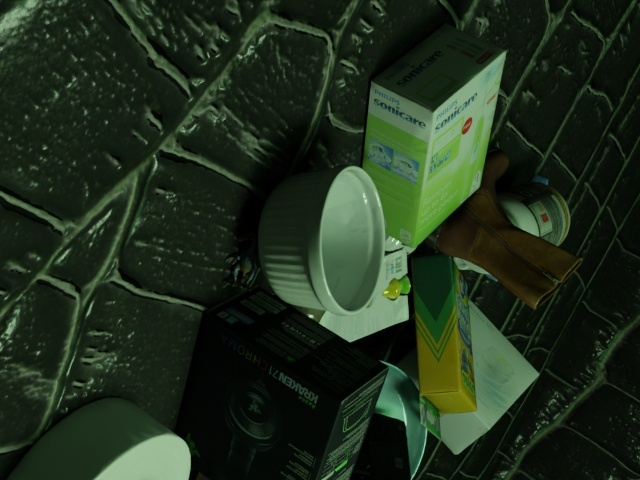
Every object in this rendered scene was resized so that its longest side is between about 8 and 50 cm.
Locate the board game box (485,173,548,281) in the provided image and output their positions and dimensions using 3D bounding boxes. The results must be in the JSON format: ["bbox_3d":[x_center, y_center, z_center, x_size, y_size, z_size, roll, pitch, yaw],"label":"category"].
[{"bbox_3d":[0.449,-0.028,2.513,0.211,0.039,0.160,-50,154,-21],"label":"board game box"}]

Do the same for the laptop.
[{"bbox_3d":[0.034,0.439,1.950,0.234,0.264,0.136,20,139,-30],"label":"laptop"}]

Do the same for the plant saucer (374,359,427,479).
[{"bbox_3d":[0.053,0.367,2.020,0.317,0.043,0.318,-5,102,-26],"label":"plant saucer"}]

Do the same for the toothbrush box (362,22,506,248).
[{"bbox_3d":[0.171,-0.163,1.729,0.206,0.122,0.283,-41,148,-36],"label":"toothbrush box"}]

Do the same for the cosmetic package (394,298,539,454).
[{"bbox_3d":[0.302,0.285,2.323,0.224,0.224,0.138,-35,169,-44],"label":"cosmetic package"}]

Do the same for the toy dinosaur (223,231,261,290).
[{"bbox_3d":[-0.107,0.025,1.531,0.090,0.047,0.082,-123,-130,-80],"label":"toy dinosaur"}]

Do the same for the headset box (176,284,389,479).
[{"bbox_3d":[-0.067,0.255,1.591,0.131,0.246,0.283,-27,141,-51],"label":"headset box"}]

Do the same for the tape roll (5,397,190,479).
[{"bbox_3d":[-0.300,0.350,1.427,0.286,0.100,0.286,-44,152,-31],"label":"tape roll"}]

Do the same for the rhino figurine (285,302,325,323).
[{"bbox_3d":[-0.036,0.122,1.692,0.243,0.073,0.106,-68,166,10],"label":"rhino figurine"}]

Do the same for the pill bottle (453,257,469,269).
[{"bbox_3d":[0.313,0.041,2.323,0.083,0.043,0.043,4,114,-64],"label":"pill bottle"}]

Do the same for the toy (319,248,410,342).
[{"bbox_3d":[0.042,0.101,1.829,0.237,0.056,0.137,-17,117,-28],"label":"toy"}]

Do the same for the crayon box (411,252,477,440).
[{"bbox_3d":[0.241,0.207,2.116,0.203,0.083,0.323,49,38,-65],"label":"crayon box"}]

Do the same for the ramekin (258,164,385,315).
[{"bbox_3d":[0.000,0.000,1.523,0.207,0.109,0.207,-2,93,-62],"label":"ramekin"}]

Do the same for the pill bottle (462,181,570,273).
[{"bbox_3d":[0.396,-0.024,2.262,0.278,0.162,0.162,-20,134,-56],"label":"pill bottle"}]

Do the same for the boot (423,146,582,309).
[{"bbox_3d":[0.362,-0.032,2.045,0.264,0.280,0.096,-43,151,-32],"label":"boot"}]

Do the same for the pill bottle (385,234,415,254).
[{"bbox_3d":[0.119,-0.012,1.863,0.067,0.067,0.120,-62,156,6],"label":"pill bottle"}]

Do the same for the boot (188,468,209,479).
[{"bbox_3d":[-0.208,0.383,1.694,0.219,0.106,0.082,-67,139,-57],"label":"boot"}]
